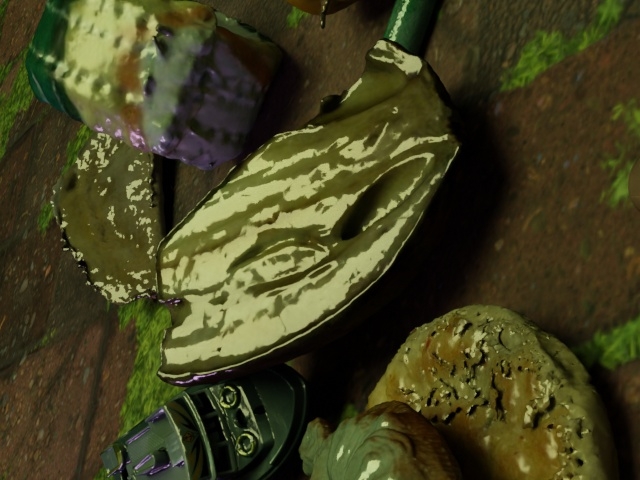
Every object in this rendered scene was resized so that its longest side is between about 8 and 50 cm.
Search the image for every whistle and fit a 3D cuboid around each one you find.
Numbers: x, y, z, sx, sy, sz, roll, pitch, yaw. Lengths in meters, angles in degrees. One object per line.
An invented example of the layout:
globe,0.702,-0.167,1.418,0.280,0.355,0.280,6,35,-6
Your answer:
whistle,0.079,-0.192,1.078,0.039,0.039,0.186,19,89,62

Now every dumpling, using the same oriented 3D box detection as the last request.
dumpling,-0.256,-0.051,1.538,0.166,0.086,0.332,-12,57,21

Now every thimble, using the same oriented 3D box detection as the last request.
thimble,-0.183,-0.195,1.315,0.288,0.254,0.167,40,109,60

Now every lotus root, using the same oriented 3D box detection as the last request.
lotus root,0.002,0.000,0.988,0.314,0.142,0.210,-32,57,20

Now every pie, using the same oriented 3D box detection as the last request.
pie,0.098,0.177,0.798,0.274,0.055,0.274,-31,53,52

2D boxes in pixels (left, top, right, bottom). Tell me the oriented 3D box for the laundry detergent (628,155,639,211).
laundry detergent,0.268,-0.067,0.626,0.237,0.076,0.171,8,79,64

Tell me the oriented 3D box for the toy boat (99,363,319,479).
toy boat,-0.103,0.187,1.080,0.296,0.122,0.114,-38,67,42

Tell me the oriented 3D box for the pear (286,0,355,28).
pear,-0.019,-0.383,1.122,0.285,0.285,0.336,-39,40,45

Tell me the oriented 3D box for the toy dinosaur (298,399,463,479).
toy dinosaur,0.055,0.194,0.724,0.393,0.092,0.205,-27,49,63
